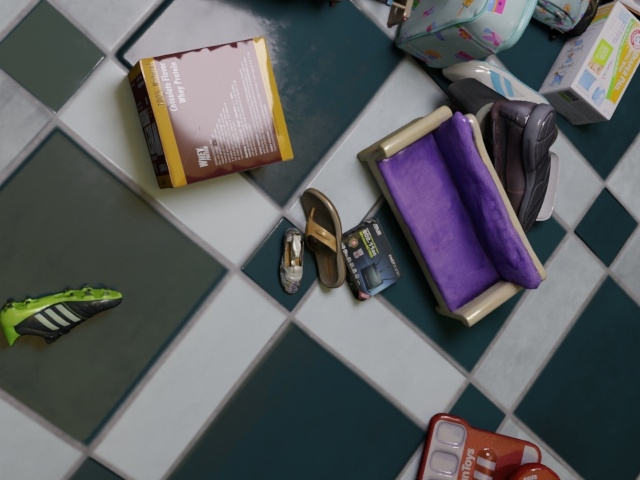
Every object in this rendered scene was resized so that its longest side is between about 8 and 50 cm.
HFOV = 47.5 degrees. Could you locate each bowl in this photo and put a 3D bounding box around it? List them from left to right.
[{"bbox_3d":[0.382,-0.112,1.393,0.142,0.053,0.142,8,92,-23],"label":"bowl"}]

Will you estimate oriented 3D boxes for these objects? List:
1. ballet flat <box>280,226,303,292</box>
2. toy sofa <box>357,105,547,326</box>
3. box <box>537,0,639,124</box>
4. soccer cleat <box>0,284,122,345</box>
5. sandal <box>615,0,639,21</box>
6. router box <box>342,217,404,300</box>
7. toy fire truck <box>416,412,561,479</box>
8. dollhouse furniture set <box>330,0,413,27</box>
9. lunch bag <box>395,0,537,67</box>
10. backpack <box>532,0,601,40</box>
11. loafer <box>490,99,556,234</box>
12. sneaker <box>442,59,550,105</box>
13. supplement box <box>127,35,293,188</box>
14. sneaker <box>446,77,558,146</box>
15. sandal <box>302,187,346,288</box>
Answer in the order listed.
[{"bbox_3d":[-0.047,0.035,1.240,0.041,0.041,0.114,0,93,-22],"label":"ballet flat"},{"bbox_3d":[0.229,-0.039,1.273,0.150,0.177,0.363,-32,104,-16],"label":"toy sofa"},{"bbox_3d":[0.535,-0.342,1.415,0.114,0.103,0.203,33,81,-20],"label":"box"},{"bbox_3d":[-0.390,0.114,1.103,0.178,0.060,0.072,-10,106,-15],"label":"soccer cleat"},{"bbox_3d":[0.642,-0.441,1.466,0.265,0.102,0.076,30,125,-1],"label":"sandal"},{"bbox_3d":[0.082,0.034,1.291,0.092,0.038,0.123,-30,103,-18],"label":"router box"},{"bbox_3d":[0.291,0.495,1.354,0.253,0.169,0.302,15,87,2],"label":"toy fire truck"},{"bbox_3d":[0.118,-0.451,1.199,0.129,0.183,0.129,13,88,-22],"label":"dollhouse furniture set"},{"bbox_3d":[0.256,-0.414,1.205,0.107,0.279,0.224,27,81,-25],"label":"lunch bag"},{"bbox_3d":[0.440,-0.481,1.364,0.182,0.115,0.152,21,88,-19],"label":"backpack"},{"bbox_3d":[0.338,-0.126,1.251,0.109,0.095,0.303,-50,151,-25],"label":"loafer"},{"bbox_3d":[0.318,-0.262,1.344,0.228,0.087,0.092,25,91,-17],"label":"sneaker"},{"bbox_3d":[-0.172,-0.194,1.128,0.194,0.129,0.191,-17,99,-20],"label":"supplement box"},{"bbox_3d":[0.327,-0.225,1.288,0.222,0.118,0.083,14,124,-40],"label":"sneaker"},{"bbox_3d":[0.000,0.000,1.236,0.049,0.072,0.180,-20,106,-41],"label":"sandal"}]
